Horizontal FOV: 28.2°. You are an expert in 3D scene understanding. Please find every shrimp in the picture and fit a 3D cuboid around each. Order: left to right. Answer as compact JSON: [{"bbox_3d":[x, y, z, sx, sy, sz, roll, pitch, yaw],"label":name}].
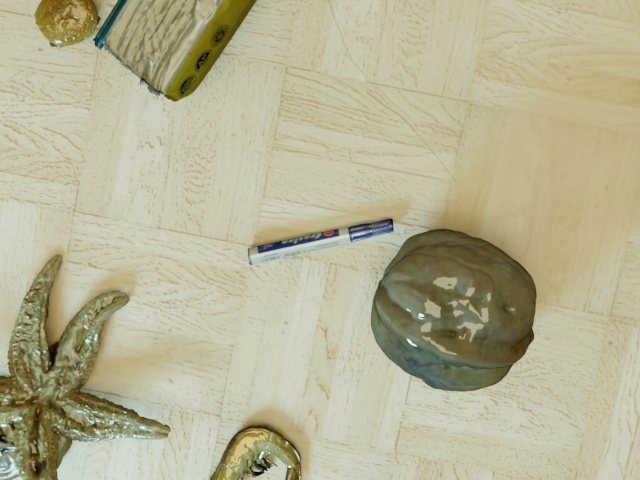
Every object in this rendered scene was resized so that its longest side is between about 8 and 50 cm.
[{"bbox_3d":[-0.097,0.346,1.799,0.124,0.034,0.178,28,96,-9],"label":"shrimp"}]

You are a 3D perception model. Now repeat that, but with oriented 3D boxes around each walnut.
[{"bbox_3d":[0.176,0.095,1.658,0.224,0.224,0.224,0,100,2],"label":"walnut"}]

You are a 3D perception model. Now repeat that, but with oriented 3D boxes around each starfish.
[{"bbox_3d":[-0.382,0.213,1.740,0.327,0.094,0.375,-10,84,-12],"label":"starfish"}]

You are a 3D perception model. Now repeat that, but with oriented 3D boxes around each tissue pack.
[{"bbox_3d":[-0.150,-0.320,1.597,0.134,0.192,0.271,34,100,-2],"label":"tissue pack"}]

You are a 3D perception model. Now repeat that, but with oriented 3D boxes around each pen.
[{"bbox_3d":[0.000,0.000,1.734,0.204,0.025,0.025,-13,100,4],"label":"pen"}]

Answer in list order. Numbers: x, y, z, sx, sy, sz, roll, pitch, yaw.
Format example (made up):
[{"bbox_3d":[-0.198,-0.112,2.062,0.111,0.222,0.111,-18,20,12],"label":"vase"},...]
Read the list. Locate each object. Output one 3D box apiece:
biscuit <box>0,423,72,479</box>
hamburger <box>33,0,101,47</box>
[{"bbox_3d":[-0.511,0.283,1.798,0.319,0.047,0.183,8,103,-1],"label":"biscuit"},{"bbox_3d":[-0.335,-0.295,1.684,0.083,0.044,0.076,-35,98,5],"label":"hamburger"}]
